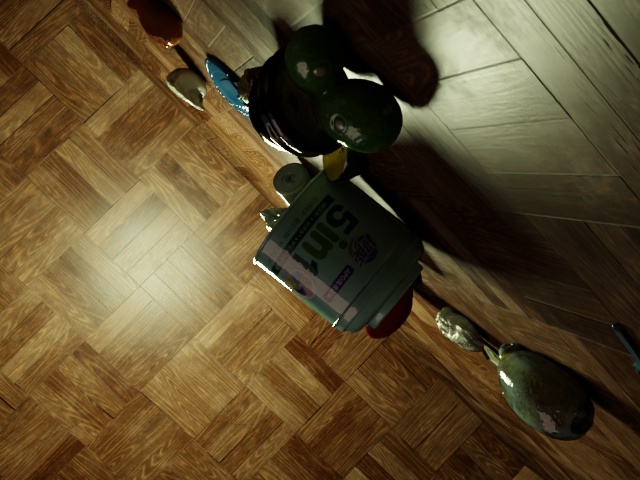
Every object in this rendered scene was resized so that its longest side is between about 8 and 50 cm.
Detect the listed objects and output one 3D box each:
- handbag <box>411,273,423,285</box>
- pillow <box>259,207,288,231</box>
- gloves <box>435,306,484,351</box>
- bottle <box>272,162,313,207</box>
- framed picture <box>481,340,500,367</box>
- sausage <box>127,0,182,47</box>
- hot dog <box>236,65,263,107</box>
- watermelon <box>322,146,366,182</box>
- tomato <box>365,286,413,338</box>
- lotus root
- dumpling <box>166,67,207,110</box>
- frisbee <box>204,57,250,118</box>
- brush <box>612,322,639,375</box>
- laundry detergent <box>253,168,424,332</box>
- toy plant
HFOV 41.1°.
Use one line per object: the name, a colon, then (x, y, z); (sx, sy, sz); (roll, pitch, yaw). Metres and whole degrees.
handbag: (0.139, 0.008, 2.188); (0.211, 0.088, 0.254); (38, -176, -32)
pillow: (0.000, 0.000, 2.371); (0.310, 0.138, 0.283); (32, 172, -33)
gloves: (0.381, 0.252, 2.309); (0.153, 0.070, 0.114); (37, 170, 41)
bottle: (-0.046, -0.120, 2.451); (0.110, 0.110, 0.233); (41, 172, 33)
framed picture: (0.512, 0.350, 2.388); (0.199, 0.010, 0.195); (40, 172, 38)
sausage: (-0.408, -0.550, 2.128); (0.179, 0.089, 0.089); (46, 175, 17)
hot dog: (-0.071, -0.276, 1.668); (0.146, 0.103, 0.213); (18, 173, 24)
watermelon: (0.038, -0.161, 1.781); (0.092, 0.075, 0.181); (51, 173, -20)
tomato: (0.204, 0.175, 2.537); (0.233, 0.140, 0.200); (-82, -18, -44)
lotus root: (0.477, 0.332, 1.913); (0.158, 0.140, 0.322); (48, 176, -29)
dumpling: (-0.386, -0.451, 2.548); (0.150, 0.092, 0.176); (49, 174, -16)
frisbee: (-0.223, -0.376, 2.228); (0.242, 0.045, 0.242); (43, 174, 5)
brush: (0.498, 0.183, 1.349); (0.164, 0.014, 0.051); (49, 171, -29)
laundry detergent: (0.057, 0.033, 1.908); (0.305, 0.287, 0.287); (39, 173, 5)
toy plant: (0.000, -0.216, 1.316); (0.235, 0.175, 0.218); (-14, 119, 53)
